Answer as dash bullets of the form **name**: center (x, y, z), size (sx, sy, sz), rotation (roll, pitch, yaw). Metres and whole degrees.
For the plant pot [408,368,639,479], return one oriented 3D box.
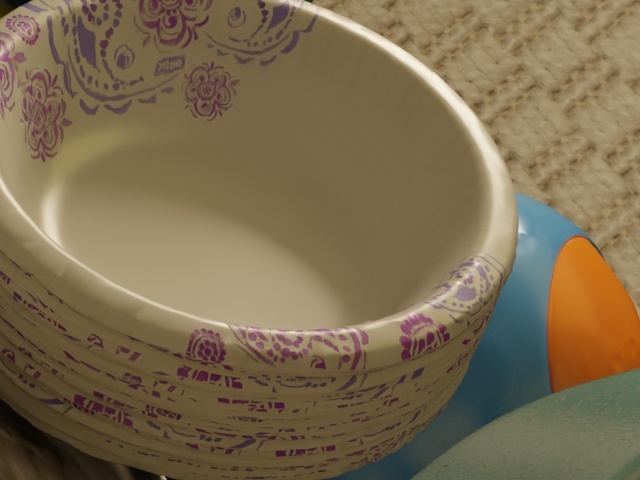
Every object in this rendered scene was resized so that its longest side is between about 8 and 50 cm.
- **plant pot**: center (0.184, 0.209, 1.078), size (0.248, 0.252, 0.247), rotation (50, -17, -13)

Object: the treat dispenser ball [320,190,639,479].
- **treat dispenser ball**: center (0.095, 0.100, 1.356), size (0.288, 0.288, 0.288), rotation (51, 4, -5)

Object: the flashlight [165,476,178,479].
- **flashlight**: center (-0.047, 0.097, 1.010), size (0.304, 0.103, 0.103), rotation (48, -40, 38)

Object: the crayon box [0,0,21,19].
- **crayon box**: center (-0.268, -0.161, 1.133), size (0.202, 0.081, 0.318), rotation (52, 3, 23)

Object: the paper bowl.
- **paper bowl**: center (-0.055, 0.005, 0.929), size (0.284, 0.284, 0.148), rotation (53, -40, 36)

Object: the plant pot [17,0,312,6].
- **plant pot**: center (-0.107, -0.231, 1.327), size (0.271, 0.255, 0.271), rotation (52, -13, 18)
